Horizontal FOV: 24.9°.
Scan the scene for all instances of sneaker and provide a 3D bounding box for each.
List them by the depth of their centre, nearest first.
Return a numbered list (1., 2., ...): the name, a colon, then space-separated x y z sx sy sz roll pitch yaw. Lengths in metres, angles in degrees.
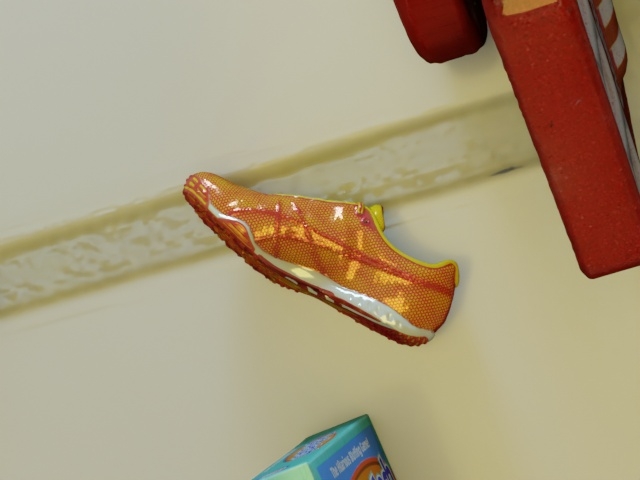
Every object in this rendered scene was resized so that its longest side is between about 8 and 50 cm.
1. sneaker: 0.000 0.000 0.861 0.175 0.064 0.067 27 79 6

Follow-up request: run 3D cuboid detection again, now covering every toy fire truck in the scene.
1. toy fire truck: 0.099 -0.163 0.695 0.169 0.253 0.302 -15 129 14

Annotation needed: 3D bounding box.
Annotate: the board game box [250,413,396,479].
1. board game box: 0.033 0.211 0.803 0.047 0.160 0.210 -24 87 13
